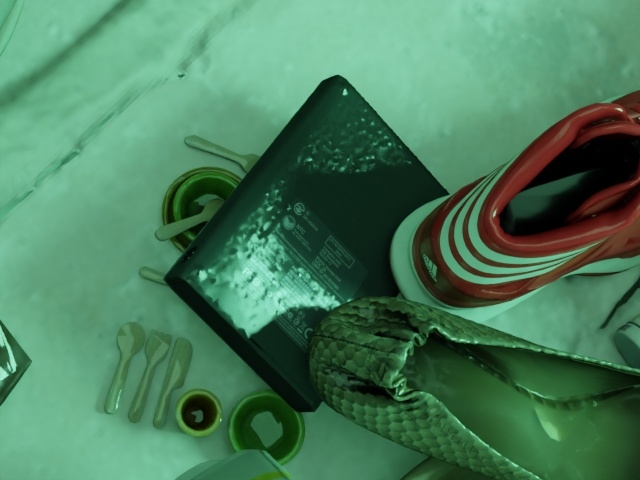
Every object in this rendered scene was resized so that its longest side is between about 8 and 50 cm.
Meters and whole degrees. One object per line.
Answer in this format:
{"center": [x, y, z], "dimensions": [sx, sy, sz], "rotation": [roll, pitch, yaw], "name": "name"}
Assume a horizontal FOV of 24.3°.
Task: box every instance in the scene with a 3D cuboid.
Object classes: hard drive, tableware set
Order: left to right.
{"center": [-0.036, 0.027, 0.715], "dimensions": [0.104, 0.024, 0.154], "rotation": [18, 74, -9], "name": "tableware set"}
{"center": [0.000, 0.000, 0.707], "dimensions": [0.094, 0.022, 0.135], "rotation": [46, 63, -19], "name": "hard drive"}

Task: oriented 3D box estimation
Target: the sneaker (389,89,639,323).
{"center": [0.148, -0.029, 0.703], "dimensions": [0.221, 0.128, 0.087], "rotation": [-31, 90, -28], "name": "sneaker"}

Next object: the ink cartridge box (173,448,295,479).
{"center": [-0.085, 0.207, 0.455], "dimensions": [0.279, 0.385, 0.160], "rotation": [-32, 89, -6], "name": "ink cartridge box"}

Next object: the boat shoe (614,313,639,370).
{"center": [0.192, 0.077, 0.752], "dimensions": [0.035, 0.035, 0.100], "rotation": [-35, 81, -15], "name": "boat shoe"}

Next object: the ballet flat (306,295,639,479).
{"center": [0.114, 0.082, 0.676], "dimensions": [0.250, 0.058, 0.084], "rotation": [21, 74, -9], "name": "ballet flat"}

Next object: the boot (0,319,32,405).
{"center": [-0.197, 0.069, 0.661], "dimensions": [0.106, 0.037, 0.114], "rotation": [32, 75, -18], "name": "boot"}

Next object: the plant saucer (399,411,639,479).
{"center": [0.121, 0.220, 0.699], "dimensions": [0.278, 0.041, 0.278], "rotation": [3, 77, -13], "name": "plant saucer"}

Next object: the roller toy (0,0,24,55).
{"center": [-0.218, -0.148, 0.648], "dimensions": [0.209, 0.146, 0.191], "rotation": [-37, 88, -18], "name": "roller toy"}
